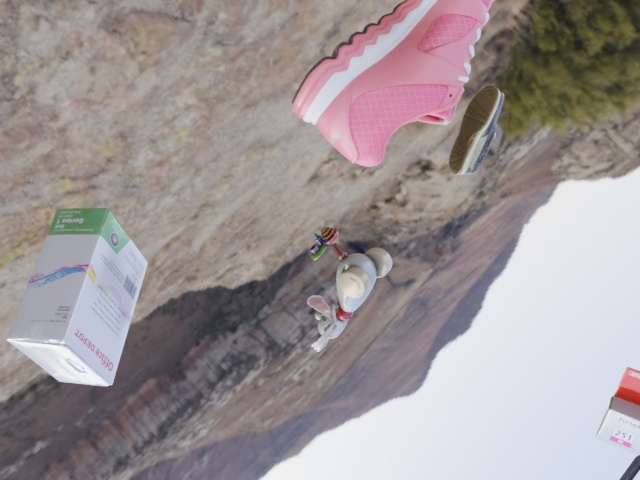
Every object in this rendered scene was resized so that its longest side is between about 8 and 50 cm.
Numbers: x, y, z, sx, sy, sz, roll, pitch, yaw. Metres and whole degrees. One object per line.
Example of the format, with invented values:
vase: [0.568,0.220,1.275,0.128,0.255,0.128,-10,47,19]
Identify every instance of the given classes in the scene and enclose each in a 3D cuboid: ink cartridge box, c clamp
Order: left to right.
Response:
ink cartridge box: [-0.445,0.108,1.247,0.201,0.117,0.278,74,19,-55]
c clamp: [0.784,0.605,1.592,0.160,0.137,0.022,-54,172,-12]
ink cartridge box: [0.882,0.470,1.690,0.060,0.275,0.239,-49,150,-44]

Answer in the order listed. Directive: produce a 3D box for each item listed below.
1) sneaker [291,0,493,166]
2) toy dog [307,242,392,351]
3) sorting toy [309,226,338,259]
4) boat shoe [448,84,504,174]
sneaker: [0.121,-0.201,0.736,0.314,0.136,0.116,-40,-177,-5]
toy dog: [0.049,0.133,1.856,0.333,0.161,0.220,-53,167,19]
sorting toy: [0.000,0.000,1.717,0.102,0.042,0.061,-48,-161,0]
boat shoe: [0.253,-0.173,1.050,0.049,0.056,0.152,1,128,-30]
